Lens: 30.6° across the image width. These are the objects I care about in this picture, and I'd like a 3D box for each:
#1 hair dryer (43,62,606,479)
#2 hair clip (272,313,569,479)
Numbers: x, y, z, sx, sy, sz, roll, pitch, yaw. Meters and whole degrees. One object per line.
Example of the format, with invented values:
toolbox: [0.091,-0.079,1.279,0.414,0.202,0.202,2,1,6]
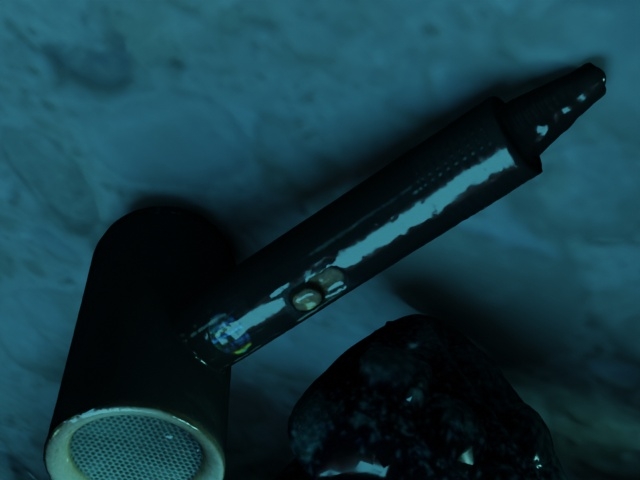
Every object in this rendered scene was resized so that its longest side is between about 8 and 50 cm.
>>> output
hair dryer: [0.000,0.000,0.457,0.255,0.128,0.070,-33,122,22]
hair clip: [0.113,0.171,0.476,0.310,0.206,0.194,21,141,4]
